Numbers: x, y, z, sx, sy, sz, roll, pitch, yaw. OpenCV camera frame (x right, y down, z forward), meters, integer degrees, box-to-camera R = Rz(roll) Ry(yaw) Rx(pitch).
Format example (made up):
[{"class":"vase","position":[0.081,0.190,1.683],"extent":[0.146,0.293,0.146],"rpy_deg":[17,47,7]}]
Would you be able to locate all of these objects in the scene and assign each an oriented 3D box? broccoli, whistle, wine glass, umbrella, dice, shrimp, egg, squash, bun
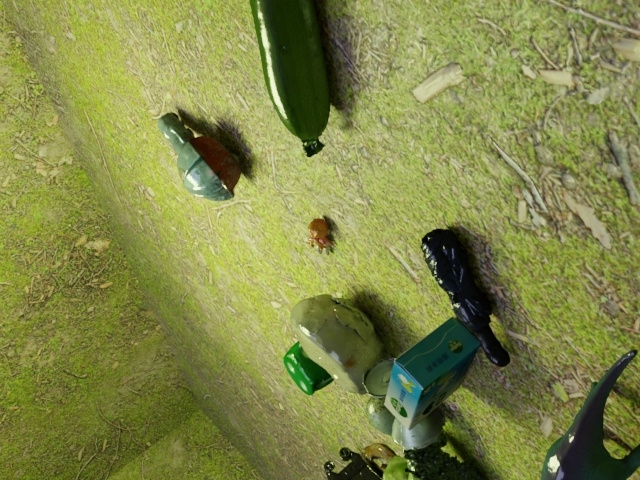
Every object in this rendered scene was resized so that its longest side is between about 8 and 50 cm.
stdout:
[{"class":"broccoli","position":[0.244,0.620,1.731],"extent":[0.397,0.275,0.353],"rpy_deg":[121,157,-60]},{"class":"whistle","position":[-0.276,-0.193,1.780],"extent":[0.142,0.133,0.346],"rpy_deg":[21,-161,-43]},{"class":"wine glass","position":[0.160,0.318,1.562],"extent":[0.122,0.122,0.183],"rpy_deg":[25,154,52]},{"class":"umbrella","position":[0.224,0.095,1.227],"extent":[0.071,0.071,0.248],"rpy_deg":[8,128,61]},{"class":"dice","position":[-0.008,0.288,1.891],"extent":[0.120,0.128,0.131],"rpy_deg":[52,159,12]},{"class":"shrimp","position":[0.162,0.573,2.084],"extent":[0.095,0.045,0.162],"rpy_deg":[36,154,-8]},{"class":"egg","position":[0.150,0.389,1.769],"extent":[0.110,0.085,0.085],"rpy_deg":[48,158,-4]},{"class":"squash","position":[-0.044,-0.284,1.194],"extent":[0.101,0.101,0.378],"rpy_deg":[36,152,40]},{"class":"bun","position":[0.045,0.203,1.646],"extent":[0.239,0.141,0.239],"rpy_deg":[40,163,15]}]

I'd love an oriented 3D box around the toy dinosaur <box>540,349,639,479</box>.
[{"class":"toy dinosaur","position":[0.317,0.364,1.065],"extent":[0.129,0.331,0.383],"rpy_deg":[32,150,40]}]

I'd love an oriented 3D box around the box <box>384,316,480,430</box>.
[{"class":"box","position":[0.192,0.236,1.391],"extent":[0.073,0.139,0.194],"rpy_deg":[45,156,23]}]

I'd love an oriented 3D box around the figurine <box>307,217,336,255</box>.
[{"class":"figurine","position":[0.000,0.000,1.584],"extent":[0.064,0.047,0.109],"rpy_deg":[13,149,17]}]

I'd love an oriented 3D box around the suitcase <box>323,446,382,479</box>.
[{"class":"suitcase","position":[0.172,0.799,2.168],"extent":[0.434,0.194,0.283],"rpy_deg":[36,151,36]}]
